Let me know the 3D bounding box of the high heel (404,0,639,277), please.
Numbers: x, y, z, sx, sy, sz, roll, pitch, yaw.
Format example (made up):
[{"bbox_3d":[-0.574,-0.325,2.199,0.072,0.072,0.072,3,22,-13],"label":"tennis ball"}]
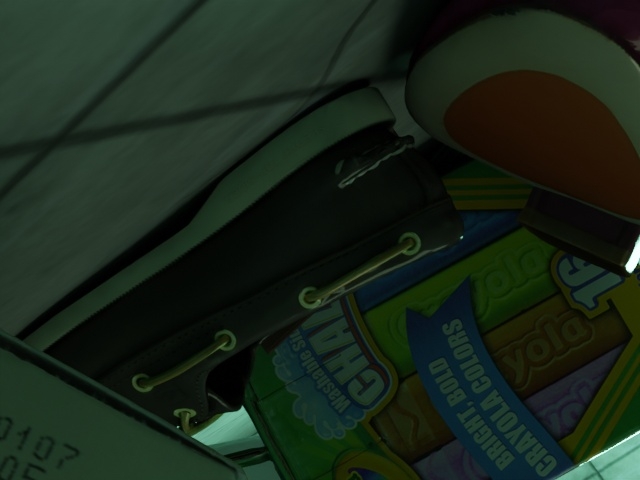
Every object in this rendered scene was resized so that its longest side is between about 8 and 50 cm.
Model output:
[{"bbox_3d":[0.131,-0.096,0.563,0.181,0.127,0.377,-64,169,-2],"label":"high heel"}]

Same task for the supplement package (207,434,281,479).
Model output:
[{"bbox_3d":[-0.048,0.281,1.381,0.293,0.175,0.177,-12,173,0],"label":"supplement package"}]

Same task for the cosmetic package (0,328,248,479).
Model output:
[{"bbox_3d":[-0.145,0.146,0.408,0.160,0.113,0.309,-65,-171,-30],"label":"cosmetic package"}]

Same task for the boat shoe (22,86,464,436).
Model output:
[{"bbox_3d":[-0.049,0.036,0.534,0.228,0.069,0.081,-38,173,19],"label":"boat shoe"}]

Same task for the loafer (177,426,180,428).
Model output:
[{"bbox_3d":[-0.104,0.096,0.858,0.125,0.039,0.045,99,4,-82],"label":"loafer"}]

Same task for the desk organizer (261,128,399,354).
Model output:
[{"bbox_3d":[0.000,0.000,0.614,0.047,0.050,0.130,-31,172,-33],"label":"desk organizer"}]

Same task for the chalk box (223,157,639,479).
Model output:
[{"bbox_3d":[0.042,0.088,0.810,0.289,0.179,0.180,-29,172,-6],"label":"chalk box"}]

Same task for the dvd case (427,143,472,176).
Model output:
[{"bbox_3d":[0.145,-0.089,0.866,0.221,0.018,0.164,-34,174,-19],"label":"dvd case"}]
